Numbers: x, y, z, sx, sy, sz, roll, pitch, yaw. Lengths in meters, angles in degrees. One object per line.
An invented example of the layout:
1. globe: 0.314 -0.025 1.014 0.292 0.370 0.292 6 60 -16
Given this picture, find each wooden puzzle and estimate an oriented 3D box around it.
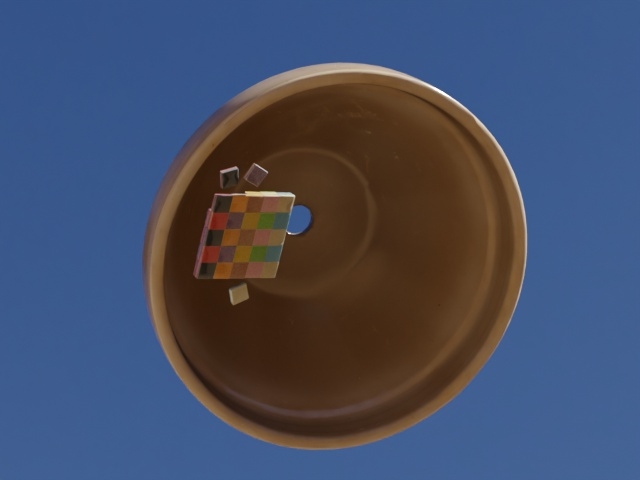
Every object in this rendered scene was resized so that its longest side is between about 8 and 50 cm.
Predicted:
1. wooden puzzle: -0.041 -0.003 0.986 0.049 0.006 0.083 0 -64 -34

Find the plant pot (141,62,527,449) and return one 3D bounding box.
1. plant pot: 0.000 0.000 1.146 0.237 0.110 0.237 -5 -72 -15
